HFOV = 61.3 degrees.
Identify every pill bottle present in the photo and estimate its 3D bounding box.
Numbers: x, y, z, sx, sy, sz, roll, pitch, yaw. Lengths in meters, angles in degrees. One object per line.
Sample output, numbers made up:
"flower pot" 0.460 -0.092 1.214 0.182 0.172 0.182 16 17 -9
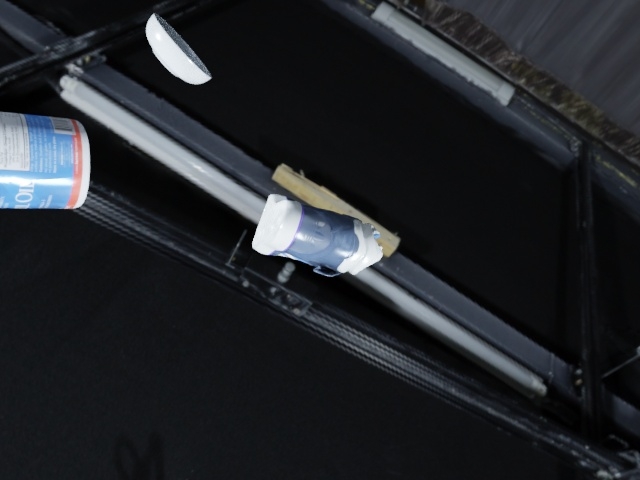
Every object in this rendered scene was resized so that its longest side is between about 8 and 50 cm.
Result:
"pill bottle" -0.421 -0.102 0.682 0.221 0.124 0.124 -2 -128 -37

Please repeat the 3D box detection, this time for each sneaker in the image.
"sneaker" 0.000 0.000 1.099 0.236 0.323 0.130 20 -92 -15

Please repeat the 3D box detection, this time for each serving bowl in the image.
"serving bowl" -0.153 -0.195 0.566 0.083 0.027 0.083 50 -171 -11
